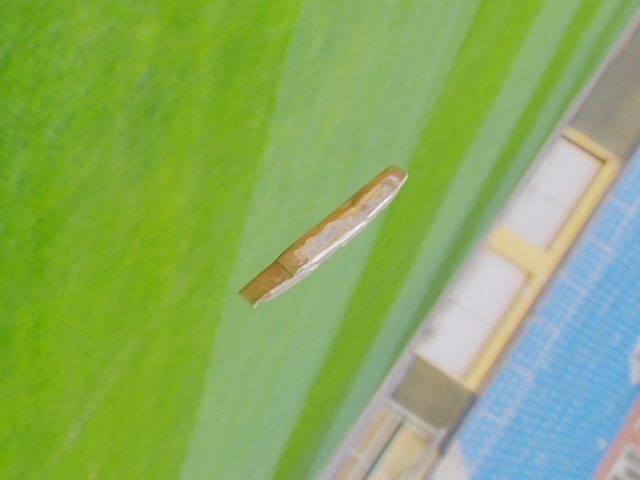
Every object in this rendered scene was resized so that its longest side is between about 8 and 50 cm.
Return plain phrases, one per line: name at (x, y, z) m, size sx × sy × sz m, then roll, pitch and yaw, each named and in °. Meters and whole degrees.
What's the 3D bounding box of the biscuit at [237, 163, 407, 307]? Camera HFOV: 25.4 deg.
biscuit at (0.001, 0.001, 0.955) m, size 0.140 × 0.023 × 0.118 m, roll -39°, pitch 180°, yaw 20°
